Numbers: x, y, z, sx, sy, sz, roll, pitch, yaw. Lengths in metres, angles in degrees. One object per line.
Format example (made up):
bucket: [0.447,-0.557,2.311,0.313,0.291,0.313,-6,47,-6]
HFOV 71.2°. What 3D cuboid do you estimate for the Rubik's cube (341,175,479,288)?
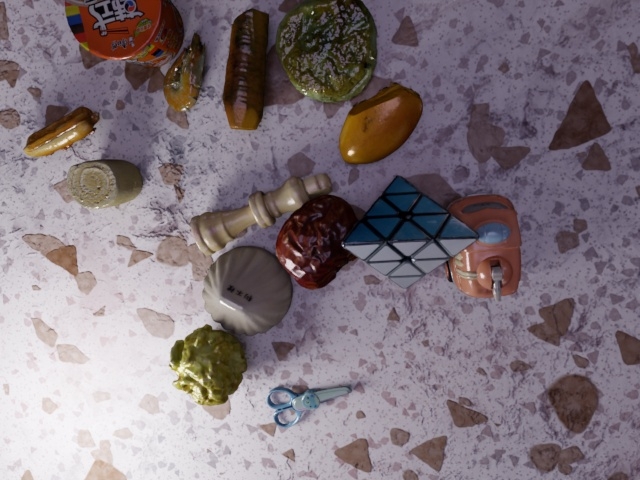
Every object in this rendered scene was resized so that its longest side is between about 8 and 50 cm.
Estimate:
Rubik's cube: [0.210,-0.013,1.122,0.233,0.228,0.229,41,98,0]

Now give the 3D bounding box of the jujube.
jujube: [0.000,0.000,1.162,0.232,0.213,0.213,-39,91,2]

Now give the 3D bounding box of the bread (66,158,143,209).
bread: [-0.598,-0.159,1.249,0.148,0.141,0.134,4,101,8]

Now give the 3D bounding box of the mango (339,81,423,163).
mango: [0.149,-0.294,1.150,0.153,0.126,0.252,41,110,-19]

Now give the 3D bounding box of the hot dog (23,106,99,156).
hot dog: [-0.730,-0.301,1.276,0.248,0.102,0.076,-24,135,11]

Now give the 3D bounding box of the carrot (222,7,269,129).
carrot: [-0.197,-0.445,1.179,0.113,0.114,0.303,5,96,6]

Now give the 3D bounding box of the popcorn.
popcorn: [-0.324,0.350,1.252,0.216,0.181,0.235,-6,122,28]

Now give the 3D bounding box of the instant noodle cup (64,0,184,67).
instant noodle cup: [-0.486,-0.572,1.157,0.249,0.192,0.251,1,97,6]

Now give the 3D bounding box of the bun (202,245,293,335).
bun: [-0.214,0.150,1.226,0.262,0.175,0.264,1,98,5]

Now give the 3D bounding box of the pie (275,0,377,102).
pie: [0.017,-0.500,1.164,0.276,0.078,0.278,1,98,9]

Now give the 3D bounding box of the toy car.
toy car: [0.411,0.018,1.113,0.180,0.212,0.271,-6,96,8]

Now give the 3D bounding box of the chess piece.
chess piece: [-0.156,-0.088,1.224,0.396,0.117,0.117,-23,94,7]

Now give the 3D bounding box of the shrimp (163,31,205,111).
shrimp: [-0.374,-0.465,1.230,0.115,0.051,0.217,20,101,6]

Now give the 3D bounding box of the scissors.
scissors: [-0.029,0.469,1.314,0.255,0.030,0.125,-18,96,11]
